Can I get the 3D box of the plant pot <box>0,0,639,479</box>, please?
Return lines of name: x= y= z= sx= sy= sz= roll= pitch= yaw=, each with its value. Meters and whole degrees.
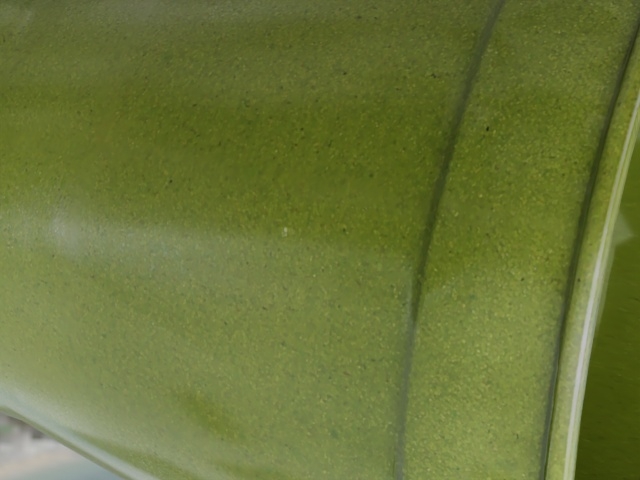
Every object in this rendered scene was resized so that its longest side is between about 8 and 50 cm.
plant pot: x=0.000 y=0.000 z=0.961 sx=0.353 sy=0.366 sz=0.366 roll=10 pitch=164 yaw=19
